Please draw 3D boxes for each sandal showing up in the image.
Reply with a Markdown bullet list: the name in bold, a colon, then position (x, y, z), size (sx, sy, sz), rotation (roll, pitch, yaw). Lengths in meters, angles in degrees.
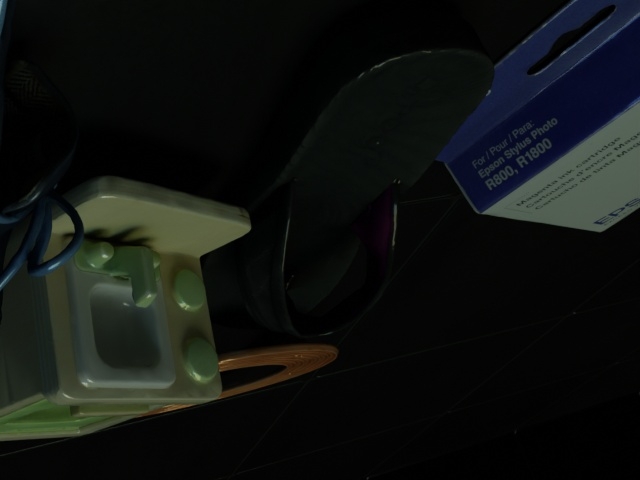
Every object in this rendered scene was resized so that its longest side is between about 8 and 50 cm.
- **sandal**: position (-0.002, 0.000, 0.711), size (0.168, 0.107, 0.445), rotation (-9, 155, -24)

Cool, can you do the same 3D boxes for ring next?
- **ring**: position (-0.146, 0.152, 0.948), size (0.337, 0.032, 0.336), rotation (-13, 165, -3)

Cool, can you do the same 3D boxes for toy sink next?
- **toy sink**: position (-0.169, 0.067, 0.638), size (0.234, 0.131, 0.153), rotation (-24, 159, 31)

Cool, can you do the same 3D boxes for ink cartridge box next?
- **ink cartridge box**: position (0.286, -0.123, 0.750), size (0.330, 0.071, 0.324), rotation (3, 147, -46)

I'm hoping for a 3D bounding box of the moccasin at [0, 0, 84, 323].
- **moccasin**: position (-0.176, -0.042, 0.437), size (0.117, 0.137, 0.342), rotation (-11, 155, -20)
